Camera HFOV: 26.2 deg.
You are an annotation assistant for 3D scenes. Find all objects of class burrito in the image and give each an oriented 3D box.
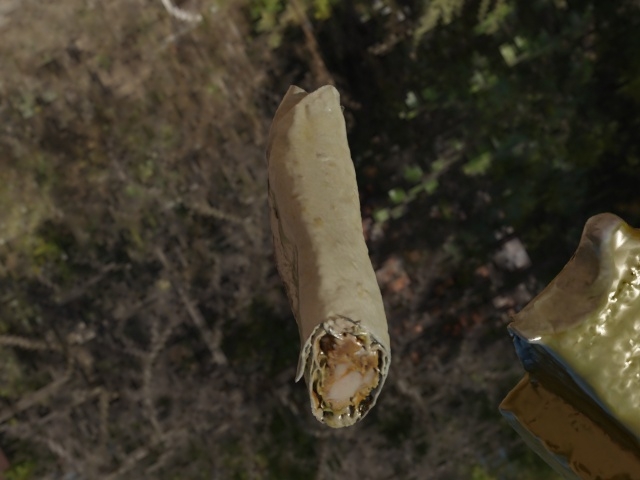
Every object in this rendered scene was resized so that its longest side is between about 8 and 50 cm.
[{"bbox_3d":[0.000,0.000,0.886,0.060,0.226,0.087,-3,154,-12],"label":"burrito"}]

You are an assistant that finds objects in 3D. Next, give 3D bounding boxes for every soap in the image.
[{"bbox_3d":[0.295,0.162,0.922,0.169,0.338,0.304,-48,156,-4],"label":"soap"}]
